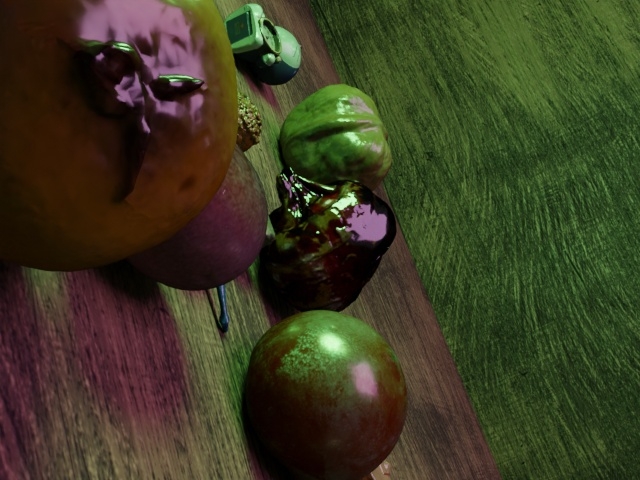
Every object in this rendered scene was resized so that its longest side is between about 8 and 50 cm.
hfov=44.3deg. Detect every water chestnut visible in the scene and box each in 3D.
[{"bbox_3d":[0.000,0.000,1.515,0.244,0.289,0.289,32,10,10],"label":"water chestnut"}]

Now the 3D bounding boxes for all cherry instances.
[{"bbox_3d":[-0.182,-0.048,0.988,0.239,0.206,0.239,54,21,-32],"label":"cherry"}]

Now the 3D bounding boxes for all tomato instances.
[{"bbox_3d":[0.019,0.233,1.206,0.270,0.223,0.270,59,11,-20],"label":"tomato"}]

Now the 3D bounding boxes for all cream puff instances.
[{"bbox_3d":[-0.172,-0.243,1.580,0.144,0.103,0.126,48,19,-65],"label":"cream puff"}]

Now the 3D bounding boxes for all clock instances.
[{"bbox_3d":[-0.147,-0.510,2.065,0.243,0.147,0.199,30,42,-60],"label":"clock"}]

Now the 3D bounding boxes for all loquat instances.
[{"bbox_3d":[-0.249,-0.141,0.747,0.360,0.328,0.328,9,-41,51],"label":"loquat"}]

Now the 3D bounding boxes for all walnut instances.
[{"bbox_3d":[0.038,-0.244,2.024,0.253,0.277,0.281,46,33,-38],"label":"walnut"}]

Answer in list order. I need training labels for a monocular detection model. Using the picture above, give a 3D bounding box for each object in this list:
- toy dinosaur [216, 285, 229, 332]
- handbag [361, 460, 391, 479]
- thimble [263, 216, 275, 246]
[{"bbox_3d":[-0.172,-0.032,1.199,0.144,0.077,0.328,-132,-142,-62],"label":"toy dinosaur"},{"bbox_3d":[0.074,0.380,1.487,0.157,0.059,0.212,35,31,-63],"label":"handbag"},{"bbox_3d":[-0.129,-0.018,1.376,0.062,0.085,0.110,68,12,11],"label":"thimble"}]
